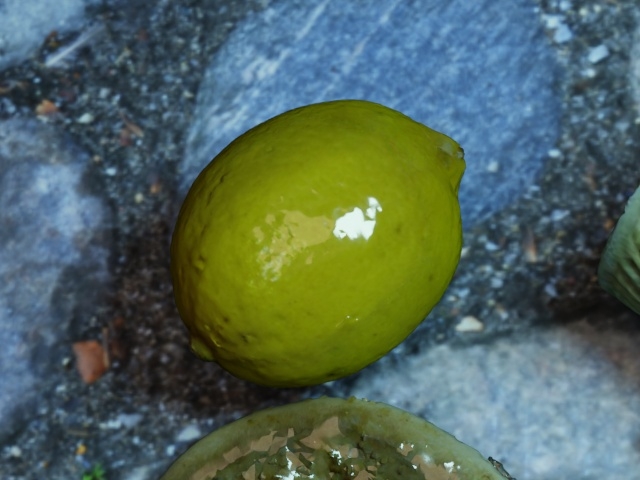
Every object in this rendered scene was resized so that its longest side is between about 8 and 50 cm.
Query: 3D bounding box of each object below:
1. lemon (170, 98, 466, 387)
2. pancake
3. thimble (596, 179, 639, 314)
[{"bbox_3d":[-0.004,0.003,1.620,0.263,0.236,0.236,-18,72,-26],"label":"lemon"},{"bbox_3d":[0.018,0.317,1.619,0.382,0.071,0.382,-2,79,10],"label":"pancake"},{"bbox_3d":[0.360,-0.021,1.543,0.150,0.271,0.271,37,85,20],"label":"thimble"}]
